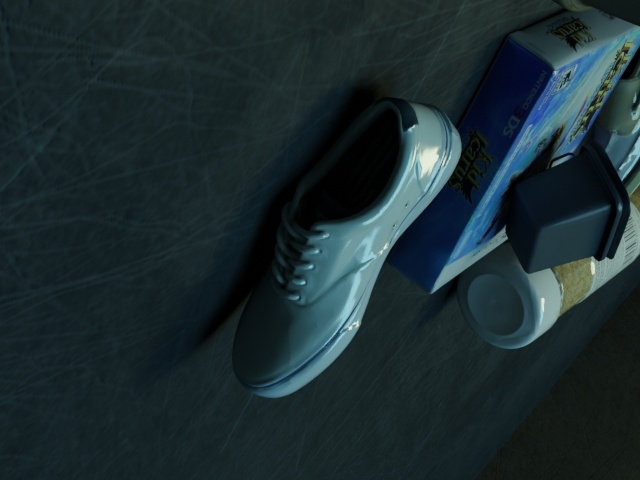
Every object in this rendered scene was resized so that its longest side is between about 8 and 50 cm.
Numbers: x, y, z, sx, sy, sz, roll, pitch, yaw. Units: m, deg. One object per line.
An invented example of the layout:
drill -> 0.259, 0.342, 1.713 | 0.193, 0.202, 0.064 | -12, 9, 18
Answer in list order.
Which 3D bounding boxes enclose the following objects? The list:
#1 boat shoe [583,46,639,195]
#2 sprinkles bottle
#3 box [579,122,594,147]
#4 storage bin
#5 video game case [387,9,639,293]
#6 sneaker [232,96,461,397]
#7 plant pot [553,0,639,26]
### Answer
boat shoe -> 0.335, -0.158, 1.559 | 0.302, 0.103, 0.113 | -60, -165, 11
sprinkles bottle -> 0.315, 0.015, 1.803 | 0.355, 0.121, 0.121 | -29, 152, -45
box -> 0.381, -0.172, 1.710 | 0.137, 0.072, 0.126 | -36, 157, -41
storage bin -> 0.231, -0.030, 1.384 | 0.091, 0.098, 0.135 | -19, 156, -9
video game case -> 0.198, -0.099, 1.397 | 0.244, 0.061, 0.270 | -31, 154, -52
sneaker -> 0.000, 0.000, 1.063 | 0.091, 0.094, 0.258 | 21, 103, -54
plant pot -> 0.335, -0.251, 1.041 | 0.323, 0.280, 0.323 | -44, 162, -18
